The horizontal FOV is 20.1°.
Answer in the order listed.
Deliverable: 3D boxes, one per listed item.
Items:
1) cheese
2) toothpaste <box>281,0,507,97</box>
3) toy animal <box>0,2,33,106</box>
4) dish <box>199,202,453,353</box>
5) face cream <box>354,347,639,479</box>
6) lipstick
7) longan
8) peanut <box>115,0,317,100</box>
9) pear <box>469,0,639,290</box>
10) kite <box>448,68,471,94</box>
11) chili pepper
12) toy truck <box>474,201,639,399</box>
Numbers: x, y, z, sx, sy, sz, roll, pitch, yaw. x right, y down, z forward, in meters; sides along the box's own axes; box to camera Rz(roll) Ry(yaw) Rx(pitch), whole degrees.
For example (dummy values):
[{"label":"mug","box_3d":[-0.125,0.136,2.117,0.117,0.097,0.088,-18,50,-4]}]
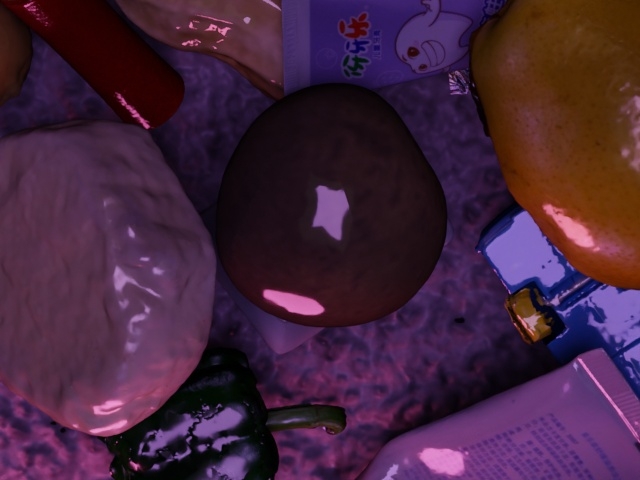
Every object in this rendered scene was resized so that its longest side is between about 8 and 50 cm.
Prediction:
[{"label":"cheese","box_3d":[-0.246,0.031,1.811,0.115,0.326,0.317,-9,107,-45]},{"label":"toothpaste","box_3d":[0.134,-0.215,1.796,0.371,0.080,0.125,-10,122,-17]},{"label":"toy animal","box_3d":[-0.363,-0.241,1.789,0.195,0.169,0.281,-7,106,11]},{"label":"dish","box_3d":[0.000,0.000,1.909,0.243,0.080,0.182,-35,104,9]},{"label":"face cream","box_3d":[0.182,0.276,1.894,0.420,0.137,0.234,-26,102,35]},{"label":"lipstick","box_3d":[-0.224,-0.199,1.789,0.080,0.080,0.241,-35,139,8]},{"label":"longan","box_3d":[0.015,-0.028,1.748,0.215,0.246,0.246,45,102,20]},{"label":"peanut","box_3d":[-0.085,-0.254,1.796,0.340,0.158,0.174,24,91,-10]},{"label":"pear","box_3d":[0.347,-0.129,1.717,0.386,0.191,0.340,37,69,-22]},{"label":"kite","box_3d":[0.145,-0.185,1.898,0.044,0.002,0.078,-27,105,6]},{"label":"chili pepper","box_3d":[-0.101,0.196,1.919,0.261,0.174,0.165,-19,96,-11]},{"label":"toy truck","box_3d":[0.313,0.107,1.901,0.161,0.162,0.385,-35,102,8]}]
